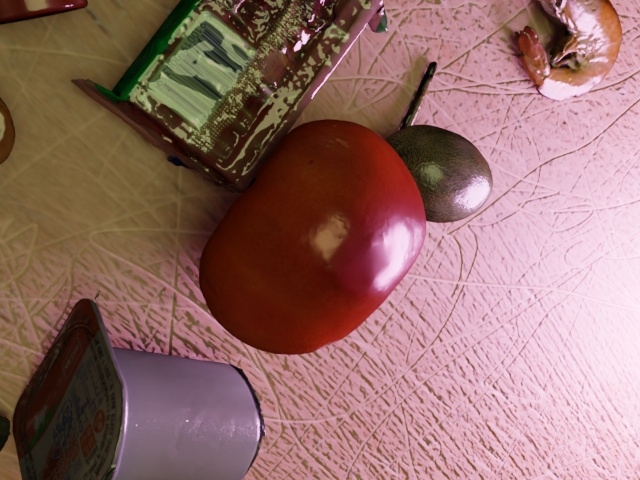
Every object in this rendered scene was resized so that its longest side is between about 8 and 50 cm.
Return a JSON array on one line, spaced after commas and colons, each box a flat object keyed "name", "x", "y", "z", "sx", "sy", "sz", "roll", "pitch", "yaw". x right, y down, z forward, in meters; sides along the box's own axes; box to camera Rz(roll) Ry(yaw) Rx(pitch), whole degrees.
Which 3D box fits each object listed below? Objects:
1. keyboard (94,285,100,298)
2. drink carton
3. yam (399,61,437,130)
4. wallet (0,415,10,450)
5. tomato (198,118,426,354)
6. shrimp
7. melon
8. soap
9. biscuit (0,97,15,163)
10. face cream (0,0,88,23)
[{"name": "keyboard", "x": -0.401, "y": 0.018, "z": 0.686, "sx": 0.382, "sy": 0.041, "sz": 0.103, "roll": 3, "pitch": 101, "yaw": -21}, {"name": "drink carton", "x": -0.180, "y": 0.195, "z": 0.751, "sx": 0.190, "sy": 0.191, "sz": 0.185, "roll": 23, "pitch": 110, "yaw": -43}, {"name": "yam", "x": 0.120, "y": -0.172, "z": 0.916, "sx": 0.014, "sy": 0.014, "sz": 0.107, "roll": 25, "pitch": 90, "yaw": -29}, {"name": "wallet", "x": -0.433, "y": 0.245, "z": 0.713, "sx": 0.169, "sy": 0.052, "sz": 0.245, "roll": 39, "pitch": 78, "yaw": -28}, {"name": "tomato", "x": -0.002, "y": 0.003, "z": 0.764, "sx": 0.180, "sy": 0.260, "sz": 0.260, "roll": 43, "pitch": 79, "yaw": 7}, {"name": "shrimp", "x": 0.307, "y": -0.282, "z": 0.961, "sx": 0.249, "sy": 0.068, "sz": 0.150, "roll": 39, "pitch": 88, "yaw": -33}, {"name": "melon", "x": 0.131, "y": -0.078, "z": 0.887, "sx": 0.168, "sy": 0.114, "sz": 0.114, "roll": 11, "pitch": 97, "yaw": -35}, {"name": "soap", "x": -0.079, "y": -0.197, "z": 0.761, "sx": 0.218, "sy": 0.098, "sz": 0.273, "roll": 38, "pitch": 83, "yaw": -29}, {"name": "biscuit", "x": -0.458, "y": -0.121, "z": 0.585, "sx": 0.365, "sy": 0.062, "sz": 0.385, "roll": -46, "pitch": 112, "yaw": -11}, {"name": "face cream", "x": -0.275, "y": -0.301, "z": 0.637, "sx": 0.096, "sy": 0.096, "sz": 0.214, "roll": -20, "pitch": 110, "yaw": -22}]
